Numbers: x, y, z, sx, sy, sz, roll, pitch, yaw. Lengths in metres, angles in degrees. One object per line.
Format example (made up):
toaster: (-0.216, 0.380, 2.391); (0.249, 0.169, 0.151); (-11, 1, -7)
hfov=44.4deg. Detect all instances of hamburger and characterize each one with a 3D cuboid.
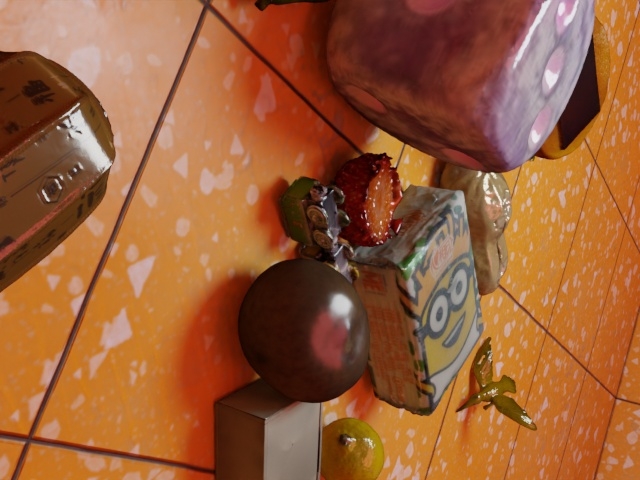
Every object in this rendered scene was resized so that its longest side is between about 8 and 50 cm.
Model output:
hamburger: (0.352, -0.280, 1.367); (0.291, 0.225, 0.291); (-18, 115, -44)

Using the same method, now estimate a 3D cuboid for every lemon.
lemon: (0.045, 0.329, 1.212); (0.109, 0.109, 0.133); (-62, 157, -22)

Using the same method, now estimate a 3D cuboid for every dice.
dice: (0.188, -0.264, 1.056); (0.270, 0.270, 0.271); (-62, 151, -2)

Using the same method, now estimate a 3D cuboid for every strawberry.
strawberry: (0.064, -0.061, 1.139); (0.145, 0.086, 0.145); (-26, 122, -49)

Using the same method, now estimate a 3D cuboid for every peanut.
peanut: (0.288, -0.029, 1.441); (0.130, 0.130, 0.290); (-42, 134, -41)

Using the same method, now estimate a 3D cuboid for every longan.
longan: (-0.019, 0.115, 1.001); (0.167, 0.167, 0.187); (-30, 89, -48)

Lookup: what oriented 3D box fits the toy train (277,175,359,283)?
toy train: (0.000, 0.000, 1.077); (0.060, 0.081, 0.202); (-50, 144, -33)

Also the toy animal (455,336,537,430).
toy animal: (0.363, 0.342, 1.700); (0.155, 0.219, 0.095); (-31, 155, -2)

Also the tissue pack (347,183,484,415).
tissue pack: (0.161, 0.095, 1.290); (0.228, 0.128, 0.311); (-47, 136, -40)

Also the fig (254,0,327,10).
fig: (-0.011, -0.329, 0.933); (0.177, 0.117, 0.117); (-56, 140, -29)

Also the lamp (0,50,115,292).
lamp: (-0.262, -0.053, 0.614); (0.185, 0.161, 0.161); (-49, 137, -36)

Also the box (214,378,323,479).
box: (-0.069, 0.307, 1.060); (0.129, 0.086, 0.225); (-19, 115, -53)
